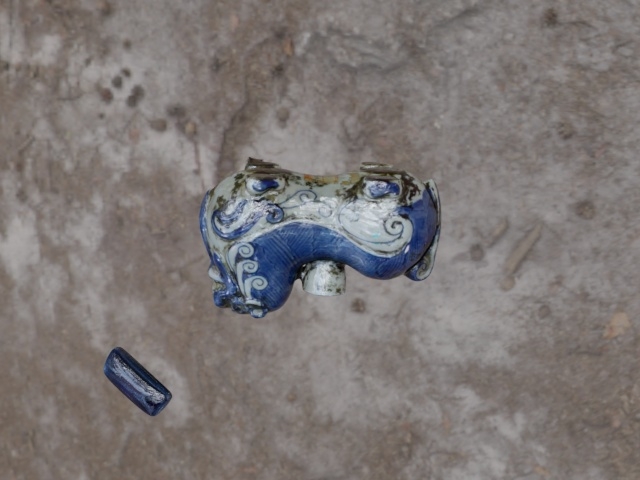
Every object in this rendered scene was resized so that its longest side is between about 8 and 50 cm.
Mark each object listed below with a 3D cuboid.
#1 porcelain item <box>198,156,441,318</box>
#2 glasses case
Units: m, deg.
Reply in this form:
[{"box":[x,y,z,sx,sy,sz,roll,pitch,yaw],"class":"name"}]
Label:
[{"box":[0.000,0.000,1.016,0.138,0.288,0.186,-105,15,-75],"class":"porcelain item"},{"box":[-0.190,0.145,0.865,0.083,0.023,0.033,38,101,20],"class":"glasses case"}]
